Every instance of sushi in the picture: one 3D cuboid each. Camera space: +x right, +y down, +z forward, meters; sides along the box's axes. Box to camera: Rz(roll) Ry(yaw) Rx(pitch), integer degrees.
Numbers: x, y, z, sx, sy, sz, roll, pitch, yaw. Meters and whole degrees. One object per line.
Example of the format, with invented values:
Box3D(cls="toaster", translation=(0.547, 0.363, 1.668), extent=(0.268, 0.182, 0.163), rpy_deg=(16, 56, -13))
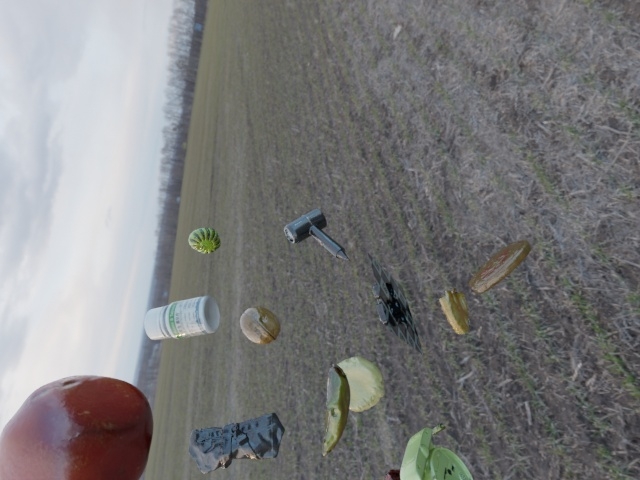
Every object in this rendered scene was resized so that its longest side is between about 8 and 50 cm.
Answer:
Box3D(cls="sushi", translation=(0.178, 0.177, 1.057), extent=(0.047, 0.231, 0.219), rpy_deg=(-27, 49, 20))

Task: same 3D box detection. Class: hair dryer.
Box3D(cls="hair dryer", translation=(0.000, 0.000, 1.826), extent=(0.352, 0.189, 0.107), rpy_deg=(42, 153, 38))

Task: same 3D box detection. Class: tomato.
Box3D(cls="tomato", translation=(-0.580, 0.496, 0.985), extent=(0.290, 0.325, 0.292), rpy_deg=(8, 80, 26))

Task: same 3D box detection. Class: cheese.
Box3D(cls="cheese", translation=(0.162, 0.613, 1.751), extent=(0.214, 0.226, 0.117), rpy_deg=(-36, 1, 10))

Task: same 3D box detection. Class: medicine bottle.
Box3D(cls="medicine bottle", translation=(-0.499, 0.284, 1.467), extent=(0.139, 0.237, 0.139), rpy_deg=(-10, -90, -81))

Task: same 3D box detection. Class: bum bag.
Box3D(cls="bum bag", translation=(-0.264, 0.647, 1.295), extent=(0.074, 0.310, 0.136), rpy_deg=(81, 177, -82))

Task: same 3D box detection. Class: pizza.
Box3D(cls="pizza", translation=(0.469, 0.231, 1.430), extent=(0.069, 0.194, 0.154), rpy_deg=(-31, 90, 29))

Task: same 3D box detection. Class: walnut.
Box3D(cls="walnut", translation=(-0.293, 0.414, 1.979), extent=(0.167, 0.207, 0.167), rpy_deg=(-50, -9, -11))

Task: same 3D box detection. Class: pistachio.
Box3D(cls="pistachio", translation=(0.033, 0.333, 0.803), extent=(0.089, 0.049, 0.172), rpy_deg=(87, -172, -66))

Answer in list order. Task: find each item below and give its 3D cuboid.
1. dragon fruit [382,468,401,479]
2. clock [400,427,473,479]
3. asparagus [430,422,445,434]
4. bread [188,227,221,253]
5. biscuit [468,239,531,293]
Box3D(cls="dragon fruit", translation=(0.251, 0.847, 1.361), extent=(0.127, 0.161, 0.120), rpy_deg=(-41, -10, 8))
Box3D(cls="clock", translation=(0.407, 0.791, 1.314), extent=(0.096, 0.308, 0.235), rpy_deg=(-50, -6, 26))
Box3D(cls="asparagus", translation=(0.439, 0.769, 1.621), extent=(0.036, 0.030, 0.165), rpy_deg=(-38, -14, -45))
Box3D(cls="bread", translation=(-0.515, 0.005, 1.814), extent=(0.071, 0.130, 0.139), rpy_deg=(58, 173, 45))
Box3D(cls="biscuit", translation=(0.698, 0.097, 1.594), extent=(0.273, 0.049, 0.257), rpy_deg=(-45, -5, 11))
